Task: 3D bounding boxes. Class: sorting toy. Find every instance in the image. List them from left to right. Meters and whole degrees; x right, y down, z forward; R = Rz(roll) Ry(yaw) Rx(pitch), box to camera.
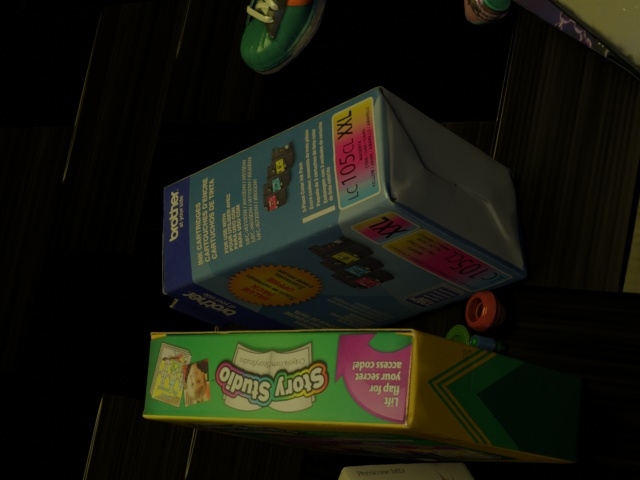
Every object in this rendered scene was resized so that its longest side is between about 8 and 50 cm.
[{"bbox_3d":[0.183,0.108,1.639,0.102,0.042,0.061,-62,31,23],"label":"sorting toy"}]

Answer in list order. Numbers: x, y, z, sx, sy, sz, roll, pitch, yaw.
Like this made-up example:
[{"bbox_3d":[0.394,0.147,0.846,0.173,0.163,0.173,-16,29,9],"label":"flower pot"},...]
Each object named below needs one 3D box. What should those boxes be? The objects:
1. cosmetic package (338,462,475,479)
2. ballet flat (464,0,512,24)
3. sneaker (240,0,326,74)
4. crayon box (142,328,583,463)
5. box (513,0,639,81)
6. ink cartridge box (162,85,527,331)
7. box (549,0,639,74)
[{"bbox_3d":[0.131,0.369,1.457,0.309,0.160,0.113,57,137,48],"label":"cosmetic package"},{"bbox_3d":[0.206,-0.368,1.754,0.079,0.077,0.221,-10,69,60],"label":"ballet flat"},{"bbox_3d":[-0.042,-0.374,1.930,0.108,0.121,0.302,36,100,42],"label":"sneaker"},{"bbox_3d":[0.045,0.168,1.546,0.363,0.313,0.106,-4,73,40],"label":"crayon box"},{"bbox_3d":[0.351,-0.336,1.592,0.184,0.103,0.261,41,104,38],"label":"box"},{"bbox_3d":[0.000,0.000,1.670,0.395,0.270,0.151,-20,58,35],"label":"ink cartridge box"},{"bbox_3d":[0.427,-0.285,1.379,0.312,0.179,0.343,43,104,18],"label":"box"}]
